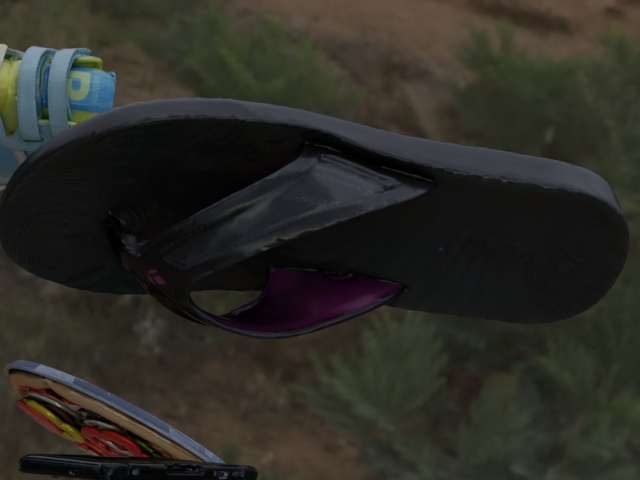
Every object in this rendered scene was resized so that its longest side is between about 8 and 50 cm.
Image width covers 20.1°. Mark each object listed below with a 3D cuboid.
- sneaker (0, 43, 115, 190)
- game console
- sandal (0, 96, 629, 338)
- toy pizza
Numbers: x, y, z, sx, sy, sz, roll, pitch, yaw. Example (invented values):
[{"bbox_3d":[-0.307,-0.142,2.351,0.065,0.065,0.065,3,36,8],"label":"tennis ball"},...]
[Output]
[{"bbox_3d":[-0.305,-0.150,1.607,0.208,0.127,0.319,-6,-22,27],"label":"sneaker"},{"bbox_3d":[-0.088,0.154,0.969,0.107,0.071,0.122,0,-7,37],"label":"game console"},{"bbox_3d":[0.002,-0.002,1.244,0.446,0.167,0.107,3,39,-8],"label":"sandal"},{"bbox_3d":[-0.153,0.150,1.352,0.201,0.032,0.201,25,-16,8],"label":"toy pizza"}]
